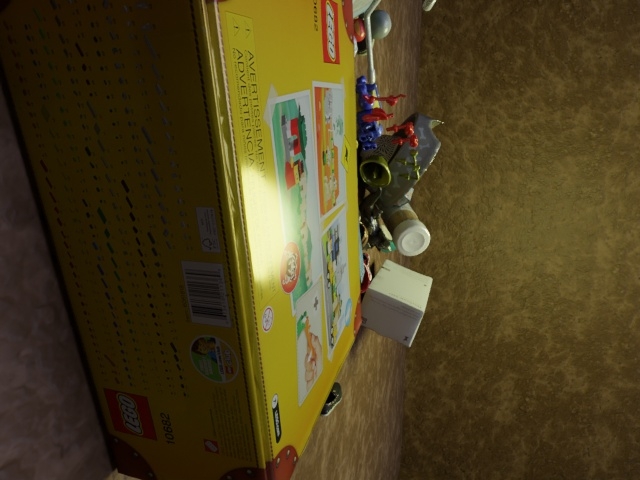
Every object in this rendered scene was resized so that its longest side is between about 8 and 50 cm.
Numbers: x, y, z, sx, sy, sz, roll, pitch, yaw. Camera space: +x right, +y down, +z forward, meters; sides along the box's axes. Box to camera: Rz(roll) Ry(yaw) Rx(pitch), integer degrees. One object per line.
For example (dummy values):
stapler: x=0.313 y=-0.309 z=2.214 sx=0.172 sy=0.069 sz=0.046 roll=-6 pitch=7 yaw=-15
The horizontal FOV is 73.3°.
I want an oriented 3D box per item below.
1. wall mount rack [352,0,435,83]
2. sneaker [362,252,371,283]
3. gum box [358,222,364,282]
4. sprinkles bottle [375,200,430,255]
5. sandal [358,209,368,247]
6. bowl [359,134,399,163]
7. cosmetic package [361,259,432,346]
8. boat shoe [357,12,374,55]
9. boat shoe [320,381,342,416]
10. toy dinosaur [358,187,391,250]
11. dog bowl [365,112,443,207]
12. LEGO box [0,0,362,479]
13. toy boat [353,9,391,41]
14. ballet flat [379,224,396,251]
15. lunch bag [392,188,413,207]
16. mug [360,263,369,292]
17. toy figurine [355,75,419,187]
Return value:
wall mount rack: x=0.058 y=-0.378 z=0.843 sx=0.350 sy=0.130 sz=0.304 roll=-39 pitch=-175 yaw=-19
sneaker: x=0.156 y=0.101 z=1.529 sx=0.067 sy=0.042 sz=0.118 roll=18 pitch=68 yaw=-75
gum box: x=0.000 y=0.000 z=0.847 sx=0.041 sy=0.157 sz=0.184 roll=-66 pitch=153 yaw=-48
sprinkles bottle: x=0.289 y=-0.084 z=1.581 sx=0.355 sy=0.122 sz=0.121 roll=-102 pitch=-177 yaw=-59
sandal: x=0.115 y=-0.004 z=1.304 sx=0.090 sy=0.060 sz=0.219 roll=-119 pitch=-159 yaw=-59
bowl: x=0.184 y=-0.295 z=1.446 sx=0.170 sy=0.080 sz=0.170 roll=-57 pitch=-171 yaw=13
cosmetic package: x=0.286 y=0.222 z=1.629 sx=0.385 sy=0.218 sz=0.156 roll=-37 pitch=147 yaw=-70
boat shoe: x=0.098 y=-0.630 z=1.183 sx=0.073 sy=0.080 sz=0.223 roll=-28 pitch=114 yaw=-63
boat shoe: x=0.028 y=0.426 z=1.180 sx=0.133 sy=0.049 sz=0.041 roll=-30 pitch=129 yaw=-64
toy dinosaur: x=0.166 y=-0.064 z=1.455 sx=0.160 sy=0.121 sz=0.313 roll=-114 pitch=-176 yaw=-61
dog bowl: x=0.278 y=-0.283 z=1.482 sx=0.348 sy=0.102 sz=0.348 roll=-57 pitch=-171 yaw=13
LEGO box: x=-0.088 y=-0.037 z=0.510 sx=0.372 sy=0.193 sz=0.499 roll=-46 pitch=136 yaw=-63
toy boat: x=0.080 y=-0.581 z=0.966 sx=0.318 sy=0.148 sz=0.267 roll=64 pitch=18 yaw=-66
ballet flat: x=0.271 y=-0.012 z=1.819 sx=0.248 sy=0.086 sz=0.086 roll=37 pitch=58 yaw=-68
lunch bag: x=0.282 y=-0.154 z=1.522 sx=0.053 sy=0.083 sz=0.071 roll=42 pitch=45 yaw=-19
mug: x=0.036 y=0.072 z=1.043 sx=0.150 sy=0.113 sz=0.169 roll=-12 pitch=101 yaw=-52
toy figurine: x=0.168 y=-0.341 z=1.216 sx=0.362 sy=0.192 sz=0.217 roll=55 pitch=32 yaw=-54
